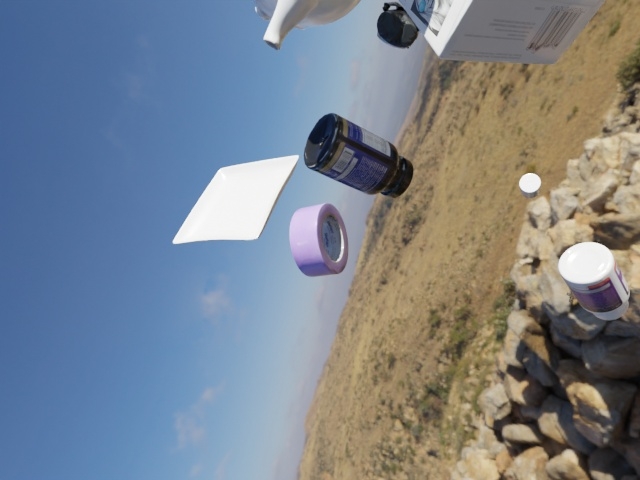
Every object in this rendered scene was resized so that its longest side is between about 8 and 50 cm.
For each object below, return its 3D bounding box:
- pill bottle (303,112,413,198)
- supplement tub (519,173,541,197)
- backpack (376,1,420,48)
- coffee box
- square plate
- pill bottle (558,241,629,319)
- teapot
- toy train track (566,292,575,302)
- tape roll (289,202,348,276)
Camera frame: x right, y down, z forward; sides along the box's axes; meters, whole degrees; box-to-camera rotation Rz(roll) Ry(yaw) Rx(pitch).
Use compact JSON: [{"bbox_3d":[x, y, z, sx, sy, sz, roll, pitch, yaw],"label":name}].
[{"bbox_3d":[0.085,-0.169,0.957,0.123,0.219,0.123,-37,43,44],"label":"pill bottle"},{"bbox_3d":[0.746,-0.193,1.616,0.107,0.071,0.071,16,-93,-64],"label":"supplement tub"},{"bbox_3d":[0.254,-0.696,1.485,0.115,0.152,0.182,-54,6,33],"label":"backpack"},{"bbox_3d":[0.378,-0.603,0.913,0.338,0.337,0.334,116,139,-50],"label":"coffee box"},{"bbox_3d":[-0.256,-0.118,1.426,0.049,0.344,0.347,57,-137,-40],"label":"square plate"},{"bbox_3d":[0.623,0.099,1.023,0.108,0.193,0.108,-30,36,25],"label":"pill bottle"},{"bbox_3d":[-0.049,-0.475,0.805,0.187,0.252,0.256,-38,-4,33],"label":"teapot"},{"bbox_3d":[0.901,0.201,1.596,0.048,0.083,0.014,-70,16,-1],"label":"toy train track"},{"bbox_3d":[0.000,0.000,1.197,0.189,0.080,0.189,29,-124,-57],"label":"tape roll"}]
